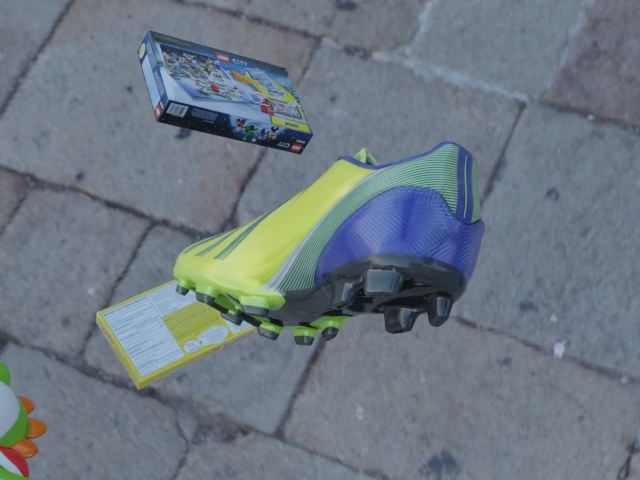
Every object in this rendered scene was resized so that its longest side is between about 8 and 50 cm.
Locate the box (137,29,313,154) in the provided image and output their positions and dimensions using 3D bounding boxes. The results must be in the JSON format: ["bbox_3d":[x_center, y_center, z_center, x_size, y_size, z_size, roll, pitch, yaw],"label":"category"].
[{"bbox_3d":[-0.137,-0.211,1.609,0.233,0.044,0.159,11,40,-31],"label":"box"}]

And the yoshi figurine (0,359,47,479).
[{"bbox_3d":[-0.412,0.227,1.143,0.203,0.203,0.362,-39,22,8],"label":"yoshi figurine"}]

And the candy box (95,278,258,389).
[{"bbox_3d":[-0.156,0.094,1.354,0.206,0.027,0.105,-24,64,-31],"label":"candy box"}]

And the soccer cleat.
[{"bbox_3d":[0.001,0.000,0.758,0.289,0.093,0.121,-9,60,52],"label":"soccer cleat"}]
